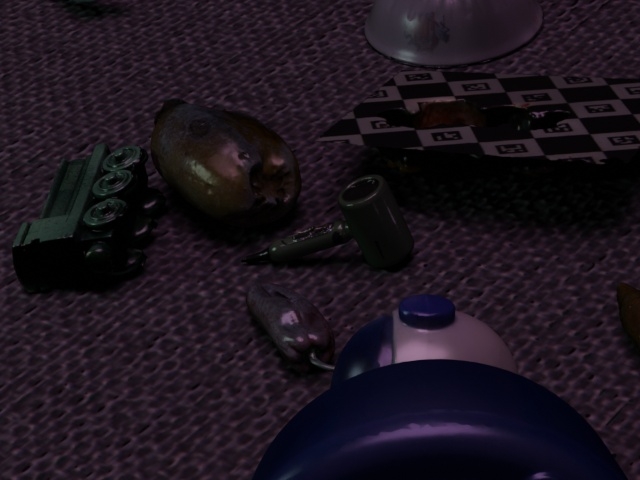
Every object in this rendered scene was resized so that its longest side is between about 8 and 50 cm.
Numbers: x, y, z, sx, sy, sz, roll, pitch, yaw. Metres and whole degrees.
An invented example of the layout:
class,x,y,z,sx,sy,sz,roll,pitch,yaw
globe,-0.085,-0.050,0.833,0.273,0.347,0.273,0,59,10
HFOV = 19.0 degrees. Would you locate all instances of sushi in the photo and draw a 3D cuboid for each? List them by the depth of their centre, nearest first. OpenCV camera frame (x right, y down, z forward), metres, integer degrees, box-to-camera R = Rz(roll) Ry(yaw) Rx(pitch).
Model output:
class,x,y,z,sx,sy,sz,roll,pitch,yaw
sushi,0.172,-0.095,1.752,0.290,0.050,0.264,4,22,21

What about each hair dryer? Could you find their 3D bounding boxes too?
class,x,y,z,sx,sy,sz,roll,pitch,yaw
hair dryer,0.000,0.000,1.645,0.150,0.071,0.047,-18,27,16

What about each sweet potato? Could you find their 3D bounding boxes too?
class,x,y,z,sx,sy,sz,roll,pitch,yaw
sweet potato,0.264,0.076,1.491,0.041,0.038,0.153,-36,39,0

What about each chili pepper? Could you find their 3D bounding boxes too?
class,x,y,z,sx,sy,sz,roll,pitch,yaw
chili pepper,-0.025,0.065,1.561,0.050,0.041,0.153,24,17,-34

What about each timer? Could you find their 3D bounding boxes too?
class,x,y,z,sx,sy,sz,roll,pitch,yaw
timer,0.071,0.161,1.255,0.270,0.270,0.383,-6,20,3

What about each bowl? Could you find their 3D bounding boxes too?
class,x,y,z,sx,sy,sz,roll,pitch,yaw
bowl,0.134,-0.259,1.968,0.189,0.086,0.189,-6,34,4

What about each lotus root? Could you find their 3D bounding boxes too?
class,x,y,z,sx,sy,sz,roll,pitch,yaw
lotus root,-0.095,-0.076,1.741,0.113,0.088,0.192,-2,26,-37

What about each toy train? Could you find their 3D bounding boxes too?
class,x,y,z,sx,sy,sz,roll,pitch,yaw
toy train,-0.204,-0.025,1.705,0.111,0.071,0.170,-8,33,12
